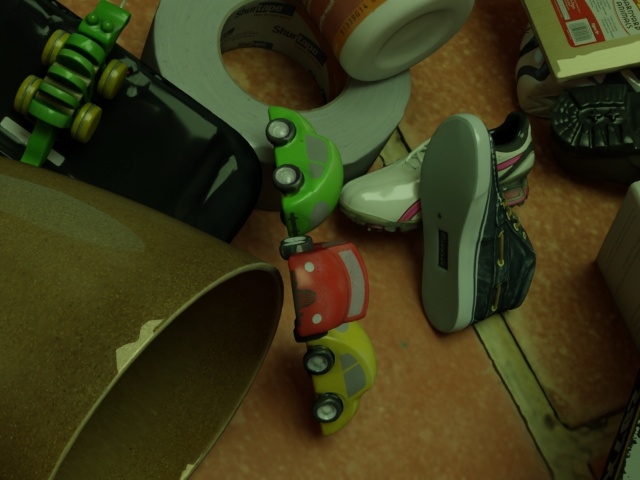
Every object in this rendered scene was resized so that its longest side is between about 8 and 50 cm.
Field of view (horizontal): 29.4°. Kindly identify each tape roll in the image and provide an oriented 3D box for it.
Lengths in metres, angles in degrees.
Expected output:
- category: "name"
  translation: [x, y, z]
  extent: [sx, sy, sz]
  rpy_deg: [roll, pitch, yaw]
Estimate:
- category: "tape roll"
  translation: [-0.038, -0.136, 1.015]
  extent: [0.219, 0.072, 0.219]
  rpy_deg: [8, 61, -15]

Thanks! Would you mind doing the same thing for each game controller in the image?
- category: "game controller"
  translation: [-0.203, -0.082, 0.908]
  extent: [0.319, 0.067, 0.166]
  rpy_deg: [36, 76, 1]

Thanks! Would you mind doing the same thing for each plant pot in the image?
- category: "plant pot"
  translation: [-0.193, 0.046, 0.785]
  extent: [0.254, 0.237, 0.237]
  rpy_deg: [35, 56, 16]

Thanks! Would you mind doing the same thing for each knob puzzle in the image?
- category: "knob puzzle"
  translation: [0.270, -0.229, 1.097]
  extent: [0.213, 0.030, 0.213]
  rpy_deg: [1, 65, -2]

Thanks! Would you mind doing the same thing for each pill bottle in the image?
- category: "pill bottle"
  translation: [0.020, -0.246, 0.979]
  extent: [0.121, 0.121, 0.216]
  rpy_deg: [-23, 73, -29]

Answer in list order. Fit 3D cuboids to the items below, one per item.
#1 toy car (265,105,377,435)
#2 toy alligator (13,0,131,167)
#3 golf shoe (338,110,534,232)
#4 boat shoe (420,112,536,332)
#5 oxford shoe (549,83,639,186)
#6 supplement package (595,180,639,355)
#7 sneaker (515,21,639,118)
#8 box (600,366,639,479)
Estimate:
- category: "toy car"
  translation: [0.000, 0.000, 0.860]
  extent: [0.053, 0.239, 0.225]
  rpy_deg: [-9, 62, 0]
- category: "toy alligator"
  translation: [-0.164, -0.134, 0.862]
  extent: [0.056, 0.051, 0.189]
  rpy_deg: [28, 76, -1]
- category: "golf shoe"
  translation: [0.095, -0.061, 1.009]
  extent: [0.186, 0.086, 0.067]
  rpy_deg: [-15, 34, -28]
- category: "boat shoe"
  translation: [0.128, -0.019, 0.970]
  extent: [0.083, 0.183, 0.065]
  rpy_deg: [-15, 31, -32]
- category: "oxford shoe"
  translation: [0.318, -0.087, 1.083]
  extent: [0.227, 0.096, 0.082]
  rpy_deg: [6, 63, 10]
- category: "supplement package"
  translation: [0.366, 0.086, 0.955]
  extent: [0.175, 0.177, 0.292]
  rpy_deg: [-19, 70, -4]
- category: "sneaker"
  translation: [0.296, -0.185, 1.151]
  extent: [0.235, 0.094, 0.153]
  rpy_deg: [4, 70, -7]
- category: "box"
  translation: [0.312, 0.183, 0.786]
  extent: [0.257, 0.079, 0.322]
  rpy_deg: [21, 73, 11]
